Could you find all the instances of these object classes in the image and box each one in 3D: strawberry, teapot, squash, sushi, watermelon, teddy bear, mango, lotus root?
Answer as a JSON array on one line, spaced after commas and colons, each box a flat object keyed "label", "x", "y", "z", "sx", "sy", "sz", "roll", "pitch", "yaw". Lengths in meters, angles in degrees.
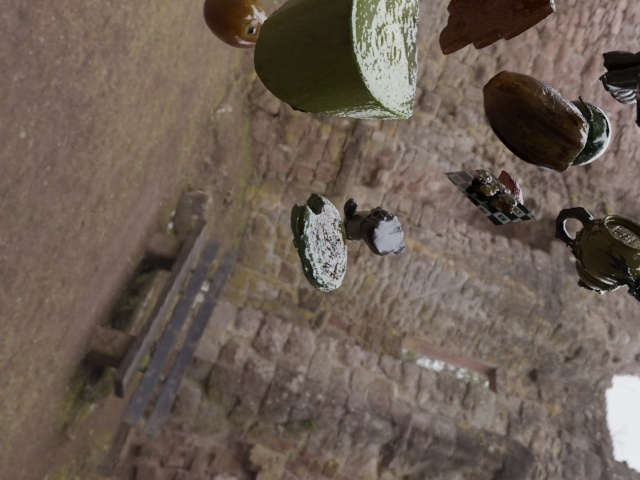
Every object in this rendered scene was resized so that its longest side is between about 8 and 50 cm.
[{"label": "strawberry", "x": 0.671, "y": -0.161, "z": 2.382, "sx": 0.146, "sy": 0.082, "sz": 0.187, "roll": -30, "pitch": -125, "yaw": 58}, {"label": "teapot", "x": 0.642, "y": 0.038, "z": 1.514, "sx": 0.173, "sy": 0.269, "sz": 0.183, "roll": -24, "pitch": 144, "yaw": -40}, {"label": "squash", "x": 0.027, "y": -0.300, "z": 0.988, "sx": 0.155, "sy": 0.204, "sz": 0.237, "roll": 1, "pitch": -88, "yaw": 46}, {"label": "sushi", "x": 0.453, "y": -0.132, "z": 1.734, "sx": 0.210, "sy": 0.192, "sz": 0.040, "roll": 53, "pitch": -46, "yaw": 30}, {"label": "watermelon", "x": 0.725, "y": -0.307, "z": 1.873, "sx": 0.215, "sy": 0.188, "sz": 0.188, "roll": 118, "pitch": -9, "yaw": -71}, {"label": "teddy bear", "x": 0.160, "y": -0.062, "z": 2.193, "sx": 0.144, "sy": 0.251, "sz": 0.171, "roll": -36, "pitch": 132, "yaw": -19}, {"label": "mango", "x": -0.211, "y": -0.572, "z": 1.705, "sx": 0.139, "sy": 0.175, "sz": 0.254, "roll": -48, "pitch": -166, "yaw": 13}, {"label": "lotus root", "x": 0.536, "y": -0.310, "z": 1.682, "sx": 0.193, "sy": 0.291, "sz": 0.193, "roll": -51, "pitch": 177, "yaw": -3}]

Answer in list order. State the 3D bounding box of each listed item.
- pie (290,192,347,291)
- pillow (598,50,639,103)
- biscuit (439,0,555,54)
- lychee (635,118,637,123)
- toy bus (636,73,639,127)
[{"label": "pie", "x": 0.003, "y": 0.008, "z": 1.992, "sx": 0.302, "sy": 0.067, "sz": 0.303, "roll": 30, "pitch": 55, "yaw": -56}, {"label": "pillow", "x": 0.768, "y": -0.371, "z": 1.492, "sx": 0.326, "sy": 0.228, "sz": 0.101, "roll": -1, "pitch": 91, "yaw": -60}, {"label": "biscuit", "x": 0.412, "y": -0.533, "z": 1.522, "sx": 0.284, "sy": 0.043, "sz": 0.306, "roll": -54, "pitch": -142, "yaw": -2}, {"label": "lychee", "x": 0.966, "y": -0.324, "z": 1.876, "sx": 0.114, "sy": 0.146, "sz": 0.114, "roll": 23, "pitch": 90, "yaw": -88}, {"label": "toy bus", "x": 0.588, "y": -0.224, "z": 1.110, "sx": 0.199, "sy": 0.096, "sz": 0.108, "roll": -45, "pitch": 135, "yaw": -68}]
